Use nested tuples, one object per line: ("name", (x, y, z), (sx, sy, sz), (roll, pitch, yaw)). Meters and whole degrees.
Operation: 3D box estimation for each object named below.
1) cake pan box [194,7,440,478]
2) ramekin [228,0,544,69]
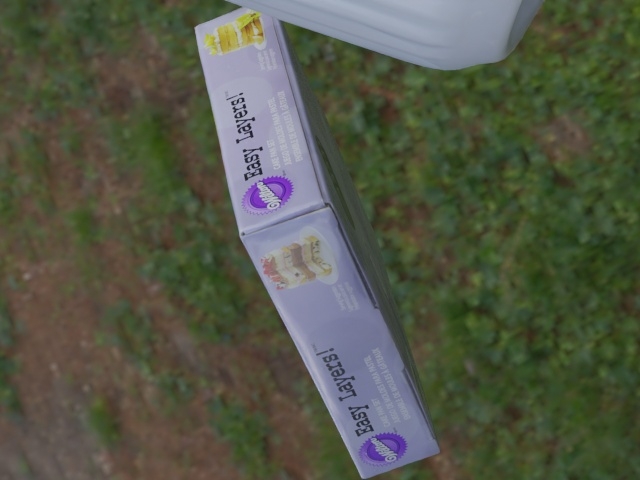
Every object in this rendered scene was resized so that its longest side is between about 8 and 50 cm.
("cake pan box", (0.000, 0.000, 1.166), (0.246, 0.070, 0.267), (-103, -9, -47))
("ramekin", (0.050, -0.176, 0.496), (0.127, 0.273, 0.273), (28, 136, 6))
